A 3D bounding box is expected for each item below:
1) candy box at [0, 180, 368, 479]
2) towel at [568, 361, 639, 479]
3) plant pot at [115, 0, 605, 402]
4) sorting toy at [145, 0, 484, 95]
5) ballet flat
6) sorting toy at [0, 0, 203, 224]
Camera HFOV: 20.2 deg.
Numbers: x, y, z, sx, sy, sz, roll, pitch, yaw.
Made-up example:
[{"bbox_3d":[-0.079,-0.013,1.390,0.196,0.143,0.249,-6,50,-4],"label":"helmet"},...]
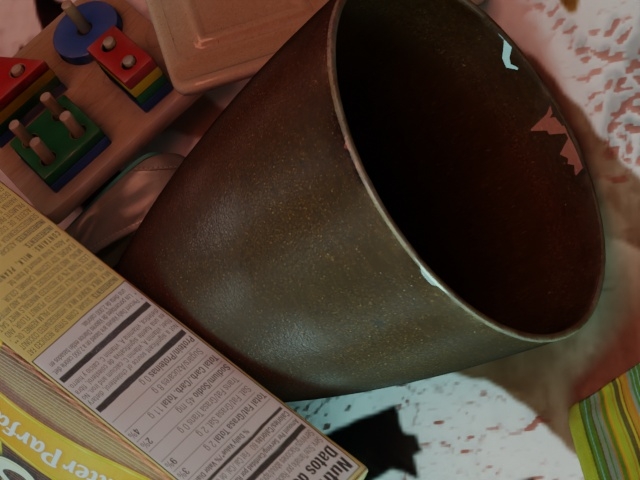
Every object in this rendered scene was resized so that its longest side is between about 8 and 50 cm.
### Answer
[{"bbox_3d":[-0.139,0.099,0.992,0.316,0.183,0.087,36,53,12],"label":"candy box"},{"bbox_3d":[0.208,0.080,0.887,0.237,0.021,0.102,-45,53,45],"label":"towel"},{"bbox_3d":[0.000,0.000,0.987,0.230,0.215,0.215,-31,68,35],"label":"plant pot"},{"bbox_3d":[-0.021,-0.196,1.081,0.193,0.038,0.208,-18,68,-3],"label":"sorting toy"},{"bbox_3d":[-0.153,0.030,1.112,0.213,0.072,0.068,-39,68,14],"label":"ballet flat"},{"bbox_3d":[-0.165,-0.092,1.114,0.274,0.046,0.132,-43,51,-6],"label":"sorting toy"}]
